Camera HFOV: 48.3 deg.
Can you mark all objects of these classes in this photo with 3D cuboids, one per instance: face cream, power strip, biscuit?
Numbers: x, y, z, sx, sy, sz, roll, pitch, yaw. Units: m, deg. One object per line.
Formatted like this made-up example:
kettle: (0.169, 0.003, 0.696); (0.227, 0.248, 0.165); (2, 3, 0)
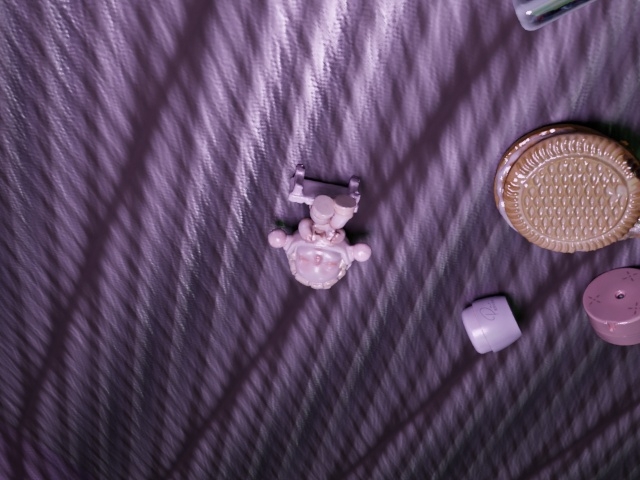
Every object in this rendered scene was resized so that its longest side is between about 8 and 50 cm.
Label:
face cream: (0.365, 0.178, 1.524); (0.104, 0.117, 0.117); (-26, 126, 14)
power strip: (0.617, 0.131, 1.443); (0.154, 0.154, 0.078); (-22, 125, 22)
biscuit: (0.440, -0.089, 1.269); (0.259, 0.079, 0.259); (7, 122, 11)

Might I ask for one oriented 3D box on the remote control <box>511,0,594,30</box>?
remote control: (0.404, -0.396, 0.977); (0.296, 0.140, 0.056); (-23, 131, 24)

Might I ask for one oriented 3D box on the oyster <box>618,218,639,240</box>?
oyster: (0.547, -0.036, 1.347); (0.209, 0.072, 0.133); (1, 130, 5)

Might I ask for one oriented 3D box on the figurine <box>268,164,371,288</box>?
figurine: (-0.006, -0.007, 1.376); (0.182, 0.144, 0.256); (-4, 133, -20)
